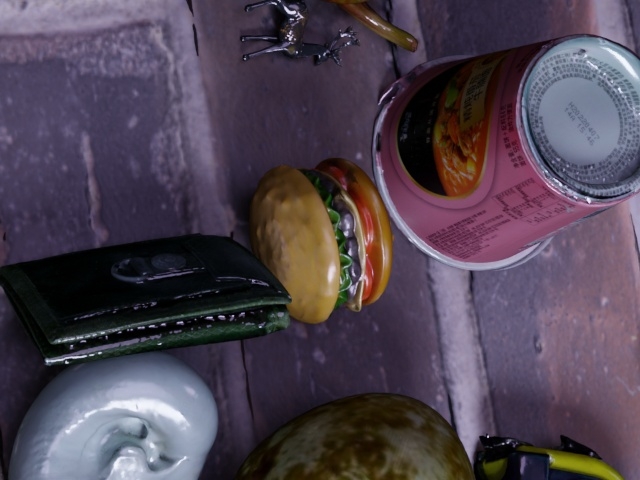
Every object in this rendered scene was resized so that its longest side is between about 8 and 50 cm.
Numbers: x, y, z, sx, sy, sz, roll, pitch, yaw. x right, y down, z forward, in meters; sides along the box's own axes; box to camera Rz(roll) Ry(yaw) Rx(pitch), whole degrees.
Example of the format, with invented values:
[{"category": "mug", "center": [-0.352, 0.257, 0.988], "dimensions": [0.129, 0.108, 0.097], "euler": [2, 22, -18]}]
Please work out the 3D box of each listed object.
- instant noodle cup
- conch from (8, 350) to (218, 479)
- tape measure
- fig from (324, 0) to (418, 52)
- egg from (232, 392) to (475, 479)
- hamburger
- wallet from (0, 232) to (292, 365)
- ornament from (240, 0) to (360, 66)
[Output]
[{"category": "instant noodle cup", "center": [0.206, -0.097, 1.783], "dimensions": [0.243, 0.255, 0.244], "euler": [4, 80, -22]}, {"category": "conch", "center": [-0.191, 0.197, 1.642], "dimensions": [0.221, 0.121, 0.185], "euler": [-38, 103, -16]}, {"category": "tape measure", "center": [0.243, 0.295, 1.833], "dimensions": [0.186, 0.112, 0.199], "euler": [11, 81, -25]}, {"category": "fig", "center": [0.028, -0.291, 1.796], "dimensions": [0.175, 0.207, 0.175], "euler": [5, 46, -5]}, {"category": "egg", "center": [0.030, 0.263, 1.674], "dimensions": [0.238, 0.238, 0.289], "euler": [40, 47, -15]}, {"category": "hamburger", "center": [0.000, 0.000, 1.734], "dimensions": [0.115, 0.162, 0.162], "euler": [-13, 89, -25]}, {"category": "wallet", "center": [-0.161, 0.046, 1.660], "dimensions": [0.236, 0.160, 0.055], "euler": [-6, 118, -26]}, {"category": "ornament", "center": [-0.016, -0.209, 1.808], "dimensions": [0.125, 0.028, 0.073], "euler": [4, 112, -19]}]
